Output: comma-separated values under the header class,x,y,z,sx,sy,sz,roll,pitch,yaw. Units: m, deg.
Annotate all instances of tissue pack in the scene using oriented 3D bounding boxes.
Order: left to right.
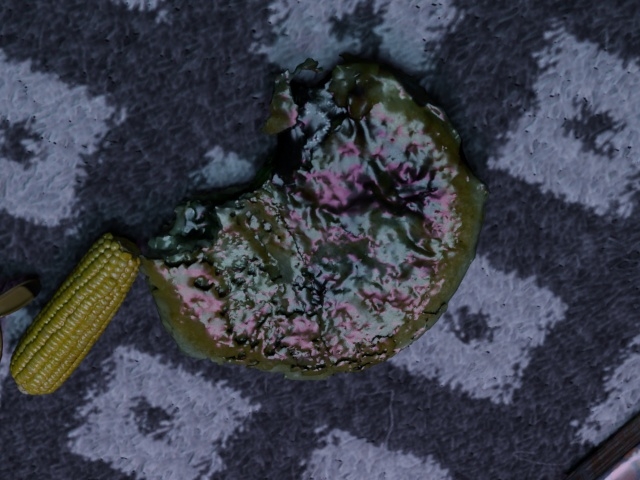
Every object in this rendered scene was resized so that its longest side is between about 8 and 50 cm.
class,x,y,z,sx,sy,sz,roll,pitch,yaw
tissue pack,0.356,0.259,1.596,0.108,0.060,0.148,39,109,-19

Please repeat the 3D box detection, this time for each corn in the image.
class,x,y,z,sx,sy,sz,roll,pitch,yaw
corn,-0.250,0.078,1.472,0.067,0.067,0.206,31,110,-17

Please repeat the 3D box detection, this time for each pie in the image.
class,x,y,z,sx,sy,sz,roll,pitch,yaw
pie,0.000,0.000,1.437,0.296,0.078,0.371,36,110,-20

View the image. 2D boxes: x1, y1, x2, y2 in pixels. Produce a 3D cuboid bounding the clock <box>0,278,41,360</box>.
class,x,y,z,sx,sy,sz,roll,pitch,yaw
clock,-0.397,0.089,1.471,0.232,0.069,0.170,-35,113,14
